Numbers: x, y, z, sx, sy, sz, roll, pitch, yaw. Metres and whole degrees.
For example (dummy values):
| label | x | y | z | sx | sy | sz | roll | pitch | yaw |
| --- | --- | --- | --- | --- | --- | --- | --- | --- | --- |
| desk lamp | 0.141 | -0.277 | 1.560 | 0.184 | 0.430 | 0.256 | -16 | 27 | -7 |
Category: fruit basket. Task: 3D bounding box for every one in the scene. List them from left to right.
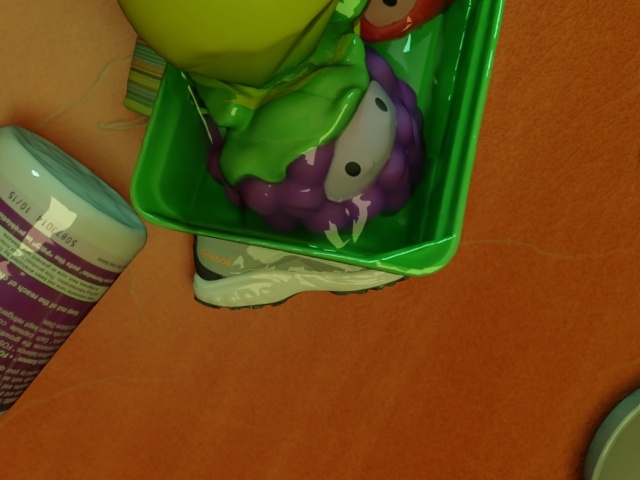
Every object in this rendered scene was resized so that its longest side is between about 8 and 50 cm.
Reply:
| label | x | y | z | sx | sy | sz | roll | pitch | yaw |
| --- | --- | --- | --- | --- | --- | --- | --- | --- | --- |
| fruit basket | -0.007 | -0.173 | 0.610 | 0.282 | 0.392 | 0.392 | 11 | 103 | 7 |

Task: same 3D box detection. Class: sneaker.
| label | x | y | z | sx | sy | sz | roll | pitch | yaw |
| --- | --- | --- | --- | --- | --- | --- | --- | --- | --- |
| sneaker | 0.000 | 0.000 | 0.853 | 0.271 | 0.100 | 0.108 | -8 | 102 | -12 |

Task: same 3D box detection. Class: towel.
| label | x | y | z | sx | sy | sz | roll | pitch | yaw |
| --- | --- | --- | --- | --- | --- | --- | --- | --- | --- |
| towel | -0.127 | -0.226 | 0.757 | 0.021 | 0.102 | 0.237 | 5 | 105 | -43 |

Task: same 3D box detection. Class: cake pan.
| label | x | y | z | sx | sy | sz | roll | pitch | yaw |
| --- | --- | --- | --- | --- | --- | --- | --- | --- | --- |
| cake pan | 0.471 | 0.302 | 1.081 | 0.293 | 0.054 | 0.293 | -4 | 106 | -14 |

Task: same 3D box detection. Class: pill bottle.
| label | x | y | z | sx | sy | sz | roll | pitch | yaw |
| --- | --- | --- | --- | --- | --- | --- | --- | --- | --- |
| pill bottle | -0.312 | 0.058 | 0.748 | 0.169 | 0.169 | 0.301 | 39 | 92 | -21 |
